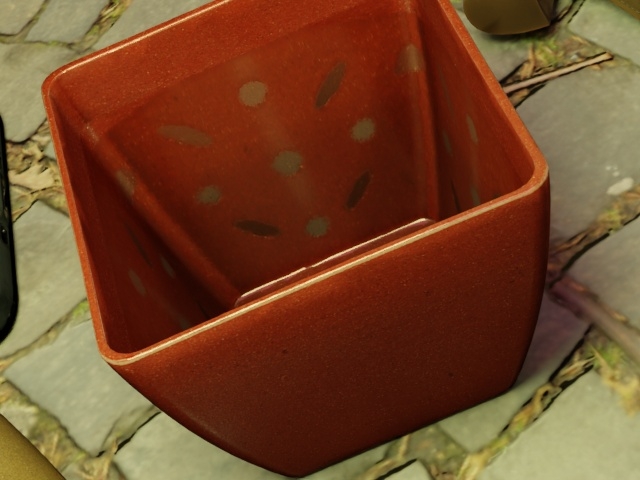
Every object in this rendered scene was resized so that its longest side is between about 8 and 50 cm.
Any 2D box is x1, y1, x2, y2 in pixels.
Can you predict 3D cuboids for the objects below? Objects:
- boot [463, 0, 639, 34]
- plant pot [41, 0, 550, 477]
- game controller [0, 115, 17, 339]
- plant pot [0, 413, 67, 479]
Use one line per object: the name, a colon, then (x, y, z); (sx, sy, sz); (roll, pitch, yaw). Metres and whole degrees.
boot: (0.262, -0.272, 1.156); (0.283, 0.109, 0.220); (-7, 45, 25)
plant pot: (0.000, 0.000, 0.916); (0.267, 0.236, 0.267); (-23, 48, 1)
game controller: (-0.350, -0.012, 1.191); (0.166, 0.067, 0.319); (-10, 47, -7)
plant pot: (-0.224, 0.217, 0.843); (0.254, 0.237, 0.237); (26, 63, 22)
